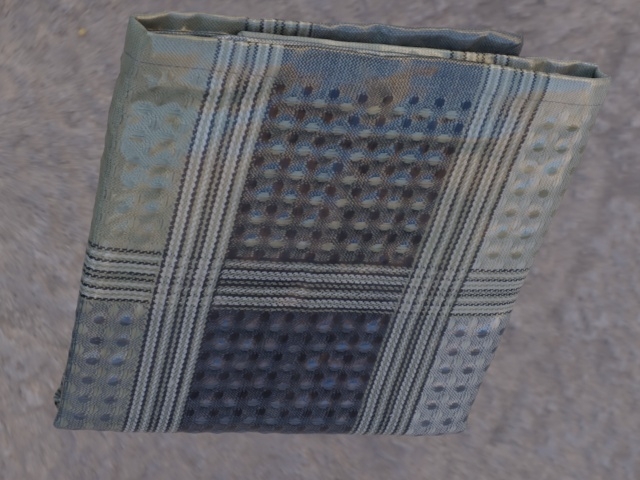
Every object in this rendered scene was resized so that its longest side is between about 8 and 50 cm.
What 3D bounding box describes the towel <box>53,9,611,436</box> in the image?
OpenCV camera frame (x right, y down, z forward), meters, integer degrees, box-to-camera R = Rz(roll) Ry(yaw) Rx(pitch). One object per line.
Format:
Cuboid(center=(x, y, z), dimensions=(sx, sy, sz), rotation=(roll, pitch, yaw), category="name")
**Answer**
Cuboid(center=(0.000, 0.000, 0.903), dimensions=(0.312, 0.056, 0.324), rotation=(4, 127, -21), category="towel")
